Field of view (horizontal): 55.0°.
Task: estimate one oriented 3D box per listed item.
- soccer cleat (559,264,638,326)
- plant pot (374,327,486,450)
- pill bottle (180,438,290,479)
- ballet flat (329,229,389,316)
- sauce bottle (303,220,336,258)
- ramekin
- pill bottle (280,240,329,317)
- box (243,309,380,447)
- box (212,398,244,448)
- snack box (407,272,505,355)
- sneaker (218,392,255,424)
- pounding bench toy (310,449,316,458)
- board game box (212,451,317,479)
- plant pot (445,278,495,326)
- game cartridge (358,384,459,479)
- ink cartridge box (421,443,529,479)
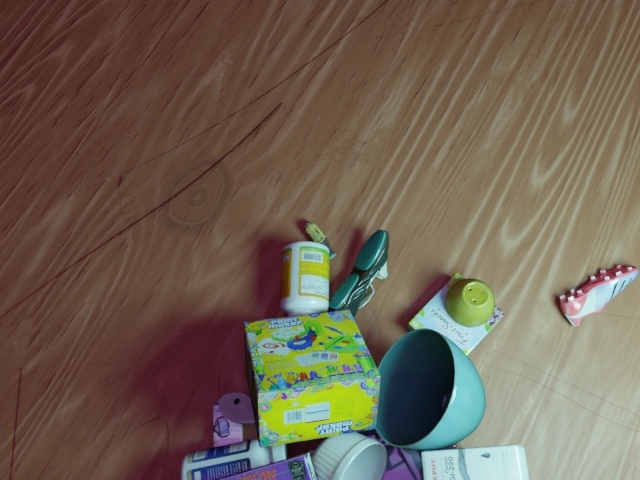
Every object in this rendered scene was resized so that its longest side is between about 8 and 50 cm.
[{"bbox_3d":[0.780,0.149,1.710,0.248,0.083,0.095,-26,99,-10],"label":"soccer cleat"},{"bbox_3d":[0.289,0.387,1.514,0.195,0.290,0.290,28,69,-27],"label":"plant pot"},{"bbox_3d":[-0.209,0.596,1.572,0.265,0.153,0.153,-12,69,1],"label":"pill bottle"},{"bbox_3d":[0.128,0.103,1.768,0.280,0.096,0.095,-55,31,-5],"label":"ballet flat"},{"bbox_3d":[0.000,0.000,1.841,0.042,0.042,0.128,-37,69,-9],"label":"sauce bottle"},{"bbox_3d":[0.060,0.563,1.503,0.109,0.207,0.207,20,70,39],"label":"ramekin"},{"bbox_3d":[-0.044,0.138,1.742,0.136,0.136,0.245,0,69,5],"label":"pill bottle"},{"bbox_3d":[-0.032,0.334,1.545,0.290,0.177,0.279,-5,30,-11],"label":"box"},{"bbox_3d":[-0.251,0.502,1.680,0.081,0.028,0.136,-6,66,3],"label":"box"},{"bbox_3d":[0.375,0.224,1.710,0.174,0.070,0.207,42,79,17],"label":"snack box"},{"bbox_3d":[-0.161,0.470,1.646,0.217,0.121,0.079,4,61,28],"label":"sneaker"},{"bbox_3d":[0.017,0.575,1.608,0.083,0.065,0.052,-4,69,3],"label":"pounding bench toy"},{"bbox_3d":[-0.161,0.644,1.430,0.347,0.056,0.208,-20,74,10],"label":"board game box"},{"bbox_3d":[0.408,0.156,1.644,0.134,0.095,0.134,-1,69,3],"label":"plant pot"},{"bbox_3d":[0.224,0.535,1.612,0.230,0.068,0.355,-30,70,-2],"label":"game cartridge"},{"bbox_3d":[0.343,0.540,1.357,0.218,0.092,0.158,-14,64,24],"label":"ink cartridge box"}]
